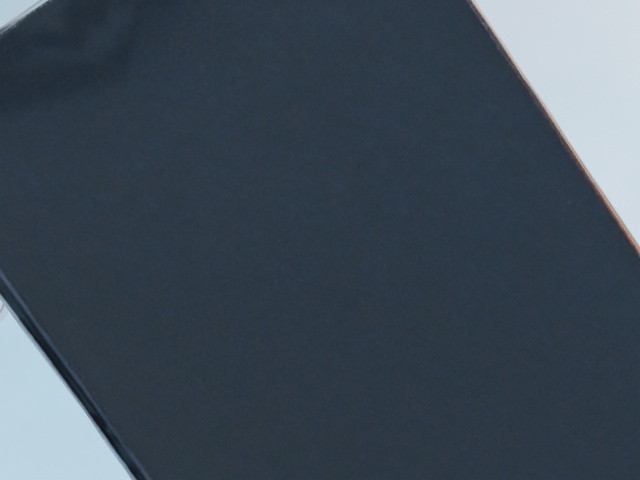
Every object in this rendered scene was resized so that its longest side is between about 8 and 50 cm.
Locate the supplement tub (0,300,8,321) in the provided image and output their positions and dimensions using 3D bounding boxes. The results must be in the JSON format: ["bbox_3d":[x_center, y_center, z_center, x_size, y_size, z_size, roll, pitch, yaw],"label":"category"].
[{"bbox_3d":[-0.384,0.014,1.195,0.228,0.228,0.316,12,-173,14],"label":"supplement tub"}]

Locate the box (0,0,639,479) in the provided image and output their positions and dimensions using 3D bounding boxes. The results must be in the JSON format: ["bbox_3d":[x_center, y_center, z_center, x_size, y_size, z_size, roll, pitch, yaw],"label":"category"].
[{"bbox_3d":[0.000,0.000,0.740,0.212,0.395,0.294,-34,-85,3],"label":"box"}]
